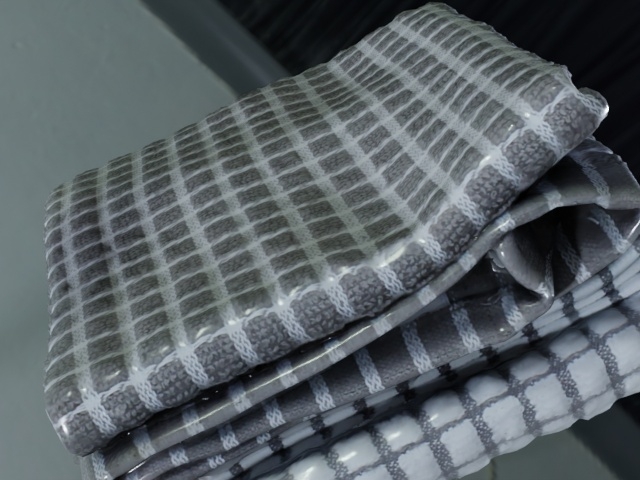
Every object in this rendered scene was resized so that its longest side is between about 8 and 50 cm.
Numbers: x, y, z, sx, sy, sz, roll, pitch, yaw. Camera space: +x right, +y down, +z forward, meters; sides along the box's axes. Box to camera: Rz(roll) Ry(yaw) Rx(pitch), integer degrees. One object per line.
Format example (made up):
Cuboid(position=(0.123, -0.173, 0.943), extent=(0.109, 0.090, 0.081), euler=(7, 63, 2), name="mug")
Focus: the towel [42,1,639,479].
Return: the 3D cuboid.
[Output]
Cuboid(position=(0.000, 0.000, 0.538), extent=(0.235, 0.283, 0.121), euler=(-25, 111, -2), name="towel")
